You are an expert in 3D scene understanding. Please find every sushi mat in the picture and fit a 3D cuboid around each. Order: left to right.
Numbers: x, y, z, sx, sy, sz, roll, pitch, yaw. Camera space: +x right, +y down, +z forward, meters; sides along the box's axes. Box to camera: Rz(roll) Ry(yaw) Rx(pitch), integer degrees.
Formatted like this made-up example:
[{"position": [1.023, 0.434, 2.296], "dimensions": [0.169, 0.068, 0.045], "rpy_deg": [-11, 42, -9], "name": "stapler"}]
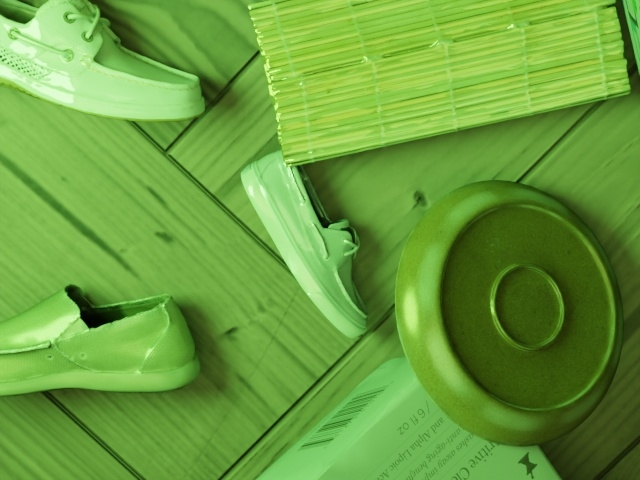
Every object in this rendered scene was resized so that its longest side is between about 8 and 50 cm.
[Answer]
[{"position": [0.104, -0.169, 1.603], "dimensions": [0.316, 0.019, 0.151], "rpy_deg": [-12, 85, 7], "name": "sushi mat"}]

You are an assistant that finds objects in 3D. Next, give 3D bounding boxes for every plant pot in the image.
[{"position": [0.174, 0.059, 1.586], "dimensions": [0.236, 0.032, 0.236], "rpy_deg": [7, 76, -26], "name": "plant pot"}]

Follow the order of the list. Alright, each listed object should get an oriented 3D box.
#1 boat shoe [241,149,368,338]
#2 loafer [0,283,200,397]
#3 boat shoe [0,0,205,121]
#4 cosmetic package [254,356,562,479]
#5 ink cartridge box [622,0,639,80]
[{"position": [0.000, 0.000, 1.650], "dimensions": [0.063, 0.066, 0.184], "rpy_deg": [-31, 89, 12], "name": "boat shoe"}, {"position": [-0.245, 0.087, 1.671], "dimensions": [0.268, 0.102, 0.092], "rpy_deg": [0, 102, -5], "name": "loafer"}, {"position": [-0.230, -0.175, 1.605], "dimensions": [0.277, 0.098, 0.096], "rpy_deg": [15, 105, 2], "name": "boat shoe"}, {"position": [0.131, 0.309, 1.614], "dimensions": [0.217, 0.156, 0.385], "rpy_deg": [-42, 99, -28], "name": "cosmetic package"}, {"position": [0.352, -0.180, 1.468], "dimensions": [0.197, 0.270, 0.198], "rpy_deg": [-13, 101, 8], "name": "ink cartridge box"}]
